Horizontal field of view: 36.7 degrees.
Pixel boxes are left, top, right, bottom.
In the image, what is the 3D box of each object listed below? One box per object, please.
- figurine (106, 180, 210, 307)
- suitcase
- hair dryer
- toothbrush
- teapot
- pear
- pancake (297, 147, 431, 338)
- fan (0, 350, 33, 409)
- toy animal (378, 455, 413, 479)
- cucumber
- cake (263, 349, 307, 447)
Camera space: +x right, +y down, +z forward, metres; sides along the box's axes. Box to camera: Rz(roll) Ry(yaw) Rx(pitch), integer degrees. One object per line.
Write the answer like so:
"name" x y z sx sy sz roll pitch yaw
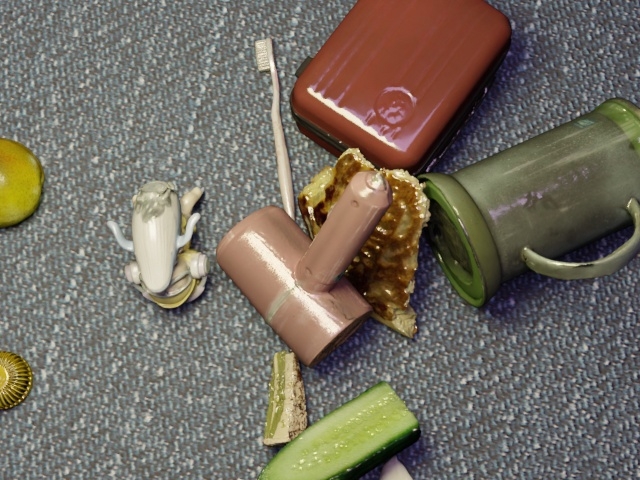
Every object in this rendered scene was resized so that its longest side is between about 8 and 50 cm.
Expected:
"figurine" -0.218 -0.002 1.366 0.128 0.184 0.208 -4 38 6
"suitcase" 0.117 -0.240 1.410 0.236 0.161 0.297 35 77 9
"hair dryer" 0.000 0.000 1.262 0.125 0.352 0.210 -32 75 -37
"toothbrush" -0.068 -0.166 1.460 0.029 0.025 0.307 -10 75 6
"teapot" 0.332 -0.049 1.327 0.337 0.200 0.270 -24 40 -8
"pear" -0.474 -0.090 1.402 0.141 0.104 0.141 1 76 -4
"pancake" 0.058 -0.004 1.372 0.212 0.056 0.257 18 112 31
"fan" -0.483 0.181 1.361 0.155 0.039 0.082 24 77 7
"toy animal" 0.069 0.445 1.191 0.196 0.241 0.367 -12 31 -6
"cucumber" 0.022 0.290 1.288 0.244 0.063 0.115 -25 32 -21
"cake" -0.045 0.224 1.352 0.051 0.055 0.140 -16 56 33
